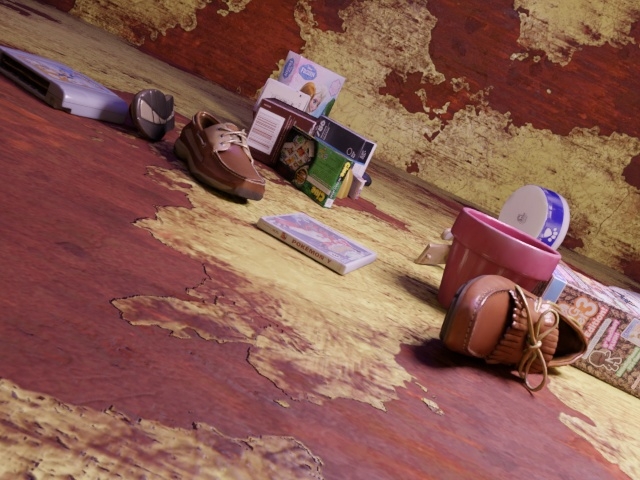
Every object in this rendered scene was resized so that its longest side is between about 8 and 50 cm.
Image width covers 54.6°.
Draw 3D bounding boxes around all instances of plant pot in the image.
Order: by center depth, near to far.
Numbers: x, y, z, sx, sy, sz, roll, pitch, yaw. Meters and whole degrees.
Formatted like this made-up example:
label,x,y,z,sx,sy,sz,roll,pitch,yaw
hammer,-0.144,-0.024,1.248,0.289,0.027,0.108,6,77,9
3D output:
label,x,y,z,sx,sy,sz,roll,pitch,yaw
plant pot,0.315,0.060,1.161,0.201,0.180,0.201,24,14,-6
plant pot,0.050,-0.177,1.783,0.081,0.083,0.081,28,15,9

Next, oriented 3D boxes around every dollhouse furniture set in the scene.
label,x,y,z,sx,sy,sz,roll,pitch,yaw
dollhouse furniture set,0.328,0.048,1.369,0.123,0.144,0.151,4,39,-45

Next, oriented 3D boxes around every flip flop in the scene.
label,x,y,z,sx,sy,sz,roll,pitch,yaw
flip flop,-0.393,-0.295,1.423,0.080,0.112,0.277,6,15,-3

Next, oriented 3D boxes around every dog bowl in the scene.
label,x,y,z,sx,sy,sz,roll,pitch,yaw
dog bowl,0.769,-0.066,2.257,0.104,0.265,0.265,18,15,-22

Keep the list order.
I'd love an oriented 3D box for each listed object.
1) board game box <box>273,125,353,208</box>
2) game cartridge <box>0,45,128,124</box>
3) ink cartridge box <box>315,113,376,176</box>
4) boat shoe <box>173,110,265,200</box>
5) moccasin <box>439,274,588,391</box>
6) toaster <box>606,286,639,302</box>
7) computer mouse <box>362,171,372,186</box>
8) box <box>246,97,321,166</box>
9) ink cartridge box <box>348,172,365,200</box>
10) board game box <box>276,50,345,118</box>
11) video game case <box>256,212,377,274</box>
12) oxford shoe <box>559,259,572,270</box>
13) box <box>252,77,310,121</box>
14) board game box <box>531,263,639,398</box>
label,x,y,z,sx,sy,sz,roll,pitch,yaw
board game box,-0.026,-0.195,1.610,0.030,0.136,0.260,18,16,-42
game cartridge,-0.578,-0.349,1.385,0.297,0.062,0.198,32,19,25
ink cartridge box,0.042,-0.323,2.144,0.065,0.165,0.333,11,19,-42
boat shoe,-0.209,-0.186,1.282,0.122,0.120,0.324,12,19,-42
moccasin,0.315,0.148,0.969,0.147,0.139,0.380,26,1,42
toaster,0.836,0.206,1.655,0.146,0.129,0.227,20,16,-14
computer mouse,0.128,-0.258,2.318,0.071,0.041,0.242,16,16,-30
box,-0.110,-0.307,1.805,0.167,0.168,0.203,24,14,-1
ink cartridge box,0.107,-0.160,1.864,0.029,0.063,0.115,18,16,-21
board game box,-0.071,-0.517,2.346,0.066,0.318,0.319,33,16,28
video game case,0.000,0.000,1.162,0.183,0.023,0.201,29,14,16
oxford shoe,0.497,0.064,1.630,0.130,0.123,0.348,11,9,-36
box,-0.132,-0.401,2.022,0.148,0.127,0.232,24,-14,-1
board game box,0.543,0.166,1.252,0.291,0.141,0.232,26,14,4
